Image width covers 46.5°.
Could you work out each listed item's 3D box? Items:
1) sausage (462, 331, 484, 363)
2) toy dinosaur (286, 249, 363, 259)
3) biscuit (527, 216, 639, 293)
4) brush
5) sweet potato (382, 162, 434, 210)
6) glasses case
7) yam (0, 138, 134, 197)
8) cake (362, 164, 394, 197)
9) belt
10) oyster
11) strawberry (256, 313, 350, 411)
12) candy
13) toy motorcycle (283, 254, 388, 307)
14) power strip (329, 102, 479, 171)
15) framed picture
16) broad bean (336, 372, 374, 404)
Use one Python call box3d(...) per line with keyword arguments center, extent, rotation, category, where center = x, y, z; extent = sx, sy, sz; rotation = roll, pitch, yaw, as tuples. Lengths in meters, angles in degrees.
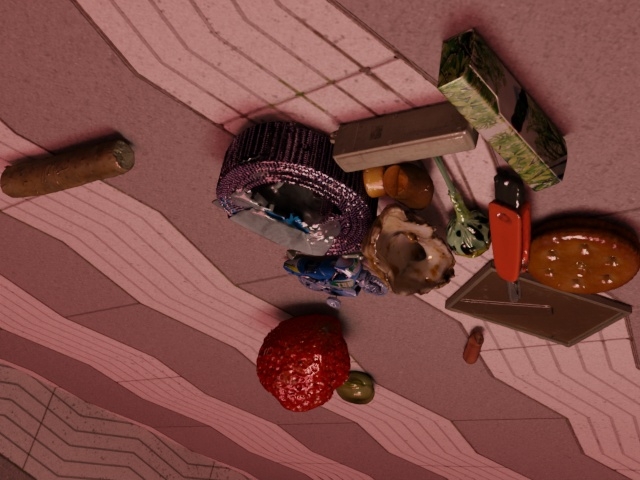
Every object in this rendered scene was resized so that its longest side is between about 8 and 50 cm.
box3d(center=(0.391, 0.273, 1.901), extent=(0.040, 0.047, 0.177), rotation=(20, 154, 13), category="sausage")
box3d(center=(0.000, 0.000, 1.588), extent=(0.242, 0.167, 0.053), rotation=(13, 115, 48), category="toy dinosaur")
box3d(center=(0.495, 0.027, 1.418), extent=(0.220, 0.066, 0.220), rotation=(11, 149, 7), category="biscuit")
box3d(center=(0.353, 0.008, 1.381), extent=(0.070, 0.051, 0.323), rotation=(22, 145, 36), category="brush")
box3d(center=(0.164, -0.094, 1.312), extent=(0.077, 0.077, 0.243), rotation=(2, 177, 19), category="sweet potato")
box3d(center=(0.277, -0.188, 1.107), extent=(0.062, 0.095, 0.272), rotation=(-21, 137, 39), category="glasses case")
box3d(center=(-0.528, -0.143, 1.542), extent=(0.371, 0.083, 0.083), rotation=(-6, 145, 33), category="yam")
box3d(center=(0.103, -0.117, 1.318), extent=(0.044, 0.084, 0.084), rotation=(-2, 147, 22), category="cake")
box3d(center=(-0.037, -0.088, 1.393), extent=(0.324, 0.122, 0.260), rotation=(29, 140, -31), category="belt")
box3d(center=(0.166, 0.015, 1.416), extent=(0.110, 0.166, 0.341), rotation=(33, -166, 32), category="oyster")
box3d(center=(-0.032, 0.300, 1.951), extent=(0.257, 0.257, 0.277), rotation=(23, 134, -15), category="strawberry")
box3d(center=(0.237, -0.078, 1.350), extent=(0.091, 0.083, 0.305), rotation=(-28, 130, 9), category="candy")
box3d(center=(0.030, 0.077, 1.679), extent=(0.254, 0.092, 0.135), rotation=(0, 140, 40), category="toy motorcycle")
box3d(center=(0.139, -0.169, 1.214), extent=(0.272, 0.078, 0.052), rotation=(-7, 146, 31), category="power strip")
box3d(center=(0.481, 0.151, 1.679), extent=(0.335, 0.022, 0.247), rotation=(18, 151, -7), category="framed picture")
box3d(center=(0.110, 0.468, 2.323), extent=(0.124, 0.082, 0.174), rotation=(10, 149, 3), category="broad bean")
